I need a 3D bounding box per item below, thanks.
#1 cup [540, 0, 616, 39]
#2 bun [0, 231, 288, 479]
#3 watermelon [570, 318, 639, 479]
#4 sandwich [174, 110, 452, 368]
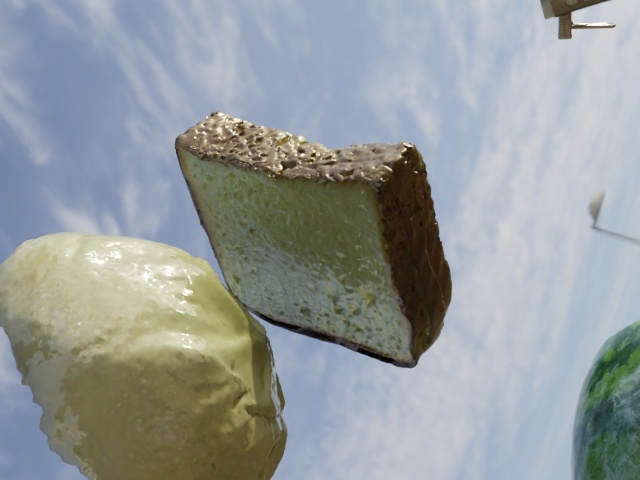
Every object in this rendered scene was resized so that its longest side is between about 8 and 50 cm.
[{"bbox_3d":[0.325,-0.310,1.247,0.074,0.099,0.102,-16,-88,-74],"label":"cup"},{"bbox_3d":[-0.157,0.123,1.008,0.202,0.364,0.364,-37,-33,-4],"label":"bun"},{"bbox_3d":[0.298,0.212,0.769,0.224,0.180,0.305,90,167,-66],"label":"watermelon"},{"bbox_3d":[0.000,0.000,1.121,0.099,0.301,0.271,-48,-45,-33],"label":"sandwich"}]
